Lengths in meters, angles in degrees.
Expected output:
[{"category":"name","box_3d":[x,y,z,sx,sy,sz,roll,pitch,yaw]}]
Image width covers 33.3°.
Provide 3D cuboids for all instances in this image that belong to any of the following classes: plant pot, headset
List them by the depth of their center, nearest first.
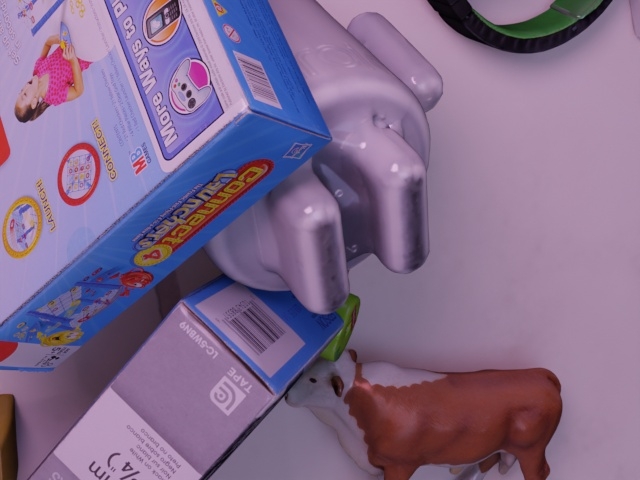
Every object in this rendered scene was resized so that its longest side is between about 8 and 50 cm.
[{"category":"headset","box_3d":[0.172,-0.340,0.955,0.243,0.185,0.394,-44,124,-4]},{"category":"plant pot","box_3d":[-0.318,0.196,0.977,0.081,0.083,0.081,-4,105,-17]}]

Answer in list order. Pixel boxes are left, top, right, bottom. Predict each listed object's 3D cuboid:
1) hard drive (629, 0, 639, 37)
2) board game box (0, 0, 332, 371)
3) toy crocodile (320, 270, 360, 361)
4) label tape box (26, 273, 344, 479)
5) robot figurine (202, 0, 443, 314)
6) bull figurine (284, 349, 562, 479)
[{"category":"hard drive","box_3d":[0.460,-0.350,1.130,0.307,0.040,0.203,-17,108,-14]},{"category":"board game box","box_3d":[-0.177,-0.112,0.775,0.302,0.308,0.086,-37,151,27]},{"category":"toy crocodile","box_3d":[0.000,0.000,1.030,0.115,0.105,0.340,19,92,11]},{"category":"label tape box","box_3d":[-0.143,0.176,0.898,0.106,0.240,0.334,43,105,4]},{"category":"robot figurine","box_3d":[-0.048,-0.100,0.871,0.300,0.353,0.200,-24,138,-19]},{"category":"bull figurine","box_3d":[0.112,0.203,1.119,0.310,0.101,0.188,2,107,-17]}]
